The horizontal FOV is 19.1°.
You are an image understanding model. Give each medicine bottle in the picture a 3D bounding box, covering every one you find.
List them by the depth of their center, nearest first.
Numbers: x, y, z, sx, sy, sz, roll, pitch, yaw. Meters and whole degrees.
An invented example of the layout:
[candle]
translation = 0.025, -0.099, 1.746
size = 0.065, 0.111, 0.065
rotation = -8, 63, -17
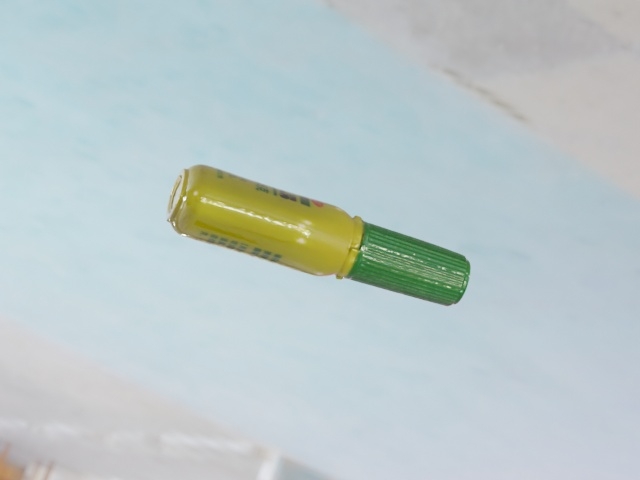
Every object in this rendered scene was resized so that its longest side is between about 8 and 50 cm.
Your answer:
[medicine bottle]
translation = 0.000, 0.000, 1.605
size = 0.261, 0.064, 0.095
rotation = 18, 175, -11
